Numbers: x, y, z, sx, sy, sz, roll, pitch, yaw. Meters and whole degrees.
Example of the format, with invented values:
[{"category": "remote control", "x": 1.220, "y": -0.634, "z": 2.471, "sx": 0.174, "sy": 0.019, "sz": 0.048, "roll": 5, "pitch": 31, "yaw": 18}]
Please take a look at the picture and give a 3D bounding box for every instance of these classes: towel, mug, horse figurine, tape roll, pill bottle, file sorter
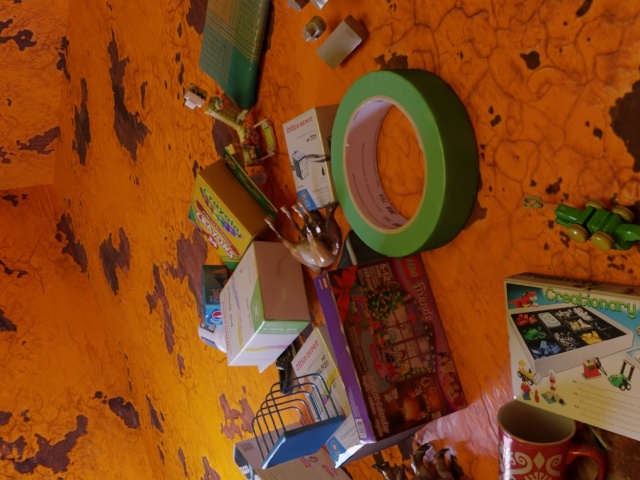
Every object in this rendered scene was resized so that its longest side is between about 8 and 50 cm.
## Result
[{"category": "towel", "x": -0.201, "y": -0.531, "z": 1.714, "sx": 0.271, "sy": 0.040, "sz": 0.370, "roll": 49, "pitch": 136, "yaw": 38}, {"category": "mug", "x": 0.326, "y": 0.345, "z": 1.061, "sx": 0.150, "sy": 0.113, "sz": 0.170, "roll": 30, "pitch": 128, "yaw": 54}, {"category": "horse figurine", "x": -0.019, "y": -0.001, "z": 1.470, "sx": 0.175, "sy": 0.066, "sz": 0.263, "roll": 54, "pitch": 155, "yaw": -8}, {"category": "tape roll", "x": 0.135, "y": -0.135, "z": 1.250, "sx": 0.321, "sy": 0.077, "sz": 0.322, "roll": 27, "pitch": 122, "yaw": 54}, {"category": "pill bottle", "x": -0.258, "y": 0.255, "z": 1.991, "sx": 0.180, "sy": 0.107, "sz": 0.108, "roll": 9, "pitch": 107, "yaw": 58}, {"category": "file sorter", "x": -0.051, "y": 0.337, "z": 1.343, "sx": 0.105, "sy": 0.118, "sz": 0.170, "roll": 66, "pitch": 150, "yaw": 28}]

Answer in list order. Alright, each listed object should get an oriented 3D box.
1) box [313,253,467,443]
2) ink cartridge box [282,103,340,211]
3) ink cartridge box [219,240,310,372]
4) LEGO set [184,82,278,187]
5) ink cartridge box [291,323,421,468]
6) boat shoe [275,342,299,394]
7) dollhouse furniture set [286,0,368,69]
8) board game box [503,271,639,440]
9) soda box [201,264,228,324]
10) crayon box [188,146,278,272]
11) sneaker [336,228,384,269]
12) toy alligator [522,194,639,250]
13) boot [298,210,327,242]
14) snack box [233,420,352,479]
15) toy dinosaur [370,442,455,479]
[{"category": "box", "x": 0.122, "y": 0.179, "z": 1.251, "sx": 0.057, "sy": 0.200, "sz": 0.294, "roll": -30, "pitch": 74, "yaw": 58}, {"category": "ink cartridge box", "x": 0.005, "y": -0.164, "z": 1.451, "sx": 0.139, "sy": 0.082, "sz": 0.191, "roll": -14, "pitch": 89, "yaw": 59}, {"category": "ink cartridge box", "x": -0.154, "y": 0.175, "z": 1.747, "sx": 0.353, "sy": 0.119, "sz": 0.207, "roll": 127, "pitch": 139, "yaw": -52}, {"category": "LEGO set", "x": -0.191, "y": -0.268, "z": 1.689, "sx": 0.107, "sy": 0.132, "sz": 0.287, "roll": -16, "pitch": 108, "yaw": 54}, {"category": "ink cartridge box", "x": 0.079, "y": 0.280, "z": 1.384, "sx": 0.233, "sy": 0.168, "sz": 0.171, "roll": 64, "pitch": 148, "yaw": 24}, {"category": "boat shoe", "x": -0.087, "y": 0.309, "z": 1.783, "sx": 0.056, "sy": 0.049, "sz": 0.152, "roll": -8, "pitch": 92, "yaw": 60}, {"category": "dollhouse furniture set", "x": 0.035, "y": -0.444, "z": 1.363, "sx": 0.151, "sy": 0.123, "sz": 0.144, "roll": 43, "pitch": 149, "yaw": -9}, {"category": "board game box", "x": 0.380, "y": 0.154, "z": 0.961, "sx": 0.305, "sy": 0.053, "sz": 0.193, "roll": 7, "pitch": 107, "yaw": 58}, {"category": "soda box", "x": -0.288, "y": 0.146, "z": 1.975, "sx": 0.210, "sy": 0.071, "sz": 0.067, "roll": -111, "pitch": 26, "yaw": -58}, {"category": "crayon box", "x": -0.219, "y": -0.062, "z": 1.738, "sx": 0.202, "sy": 0.081, "sz": 0.318, "roll": 49, "pitch": 154, "yaw": 9}, {"category": "sneaker", "x": 0.088, "y": 0.096, "z": 1.392, "sx": 0.118, "sy": 0.083, "sz": 0.222, "roll": 110, "pitch": 156, "yaw": -49}, {"category": "toy alligator", "x": 0.354, "y": -0.021, "z": 0.957, "sx": 0.051, "sy": 0.056, "sz": 0.189, "roll": 48, "pitch": 166, "yaw": -34}, {"category": "boot", "x": 0.000, "y": 0.000, "z": 1.560, "sx": 0.114, "sy": 0.037, "sz": 0.107, "roll": 38, "pitch": 133, "yaw": 41}, {"category": "snack box", "x": -0.048, "y": 0.557, "z": 1.667, "sx": 0.322, "sy": 0.187, "sz": 0.060, "roll": 35, "pitch": 128, "yaw": 50}, {"category": "toy dinosaur", "x": 0.202, "y": 0.494, "z": 1.309, "sx": 0.295, "sy": 0.127, "sz": 0.201, "roll": -19, "pitch": 90, "yaw": 64}]
